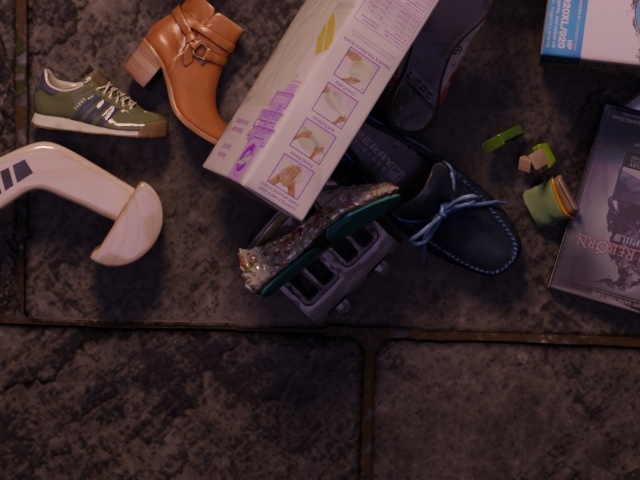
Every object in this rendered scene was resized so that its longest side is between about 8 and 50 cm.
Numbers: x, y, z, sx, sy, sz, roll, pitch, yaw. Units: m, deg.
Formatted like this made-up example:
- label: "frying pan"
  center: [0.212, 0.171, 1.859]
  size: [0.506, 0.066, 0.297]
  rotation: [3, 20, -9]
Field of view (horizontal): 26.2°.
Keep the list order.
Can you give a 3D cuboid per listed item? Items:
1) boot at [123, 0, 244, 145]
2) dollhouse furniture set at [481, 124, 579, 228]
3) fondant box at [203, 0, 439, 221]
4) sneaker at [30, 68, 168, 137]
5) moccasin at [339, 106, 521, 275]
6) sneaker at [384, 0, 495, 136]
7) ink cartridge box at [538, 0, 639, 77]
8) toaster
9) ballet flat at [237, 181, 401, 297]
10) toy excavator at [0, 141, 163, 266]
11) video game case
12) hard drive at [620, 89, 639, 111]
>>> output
- label: "boot"
  center: [-0.154, -0.231, 1.887]
  size: [0.197, 0.073, 0.152]
  rotation: [43, 92, -8]
- label: "dollhouse furniture set"
  center: [0.287, -0.083, 1.895]
  size: [0.076, 0.058, 0.151]
  rotation: [-28, 90, 46]
- label: "fondant box"
  center: [-0.007, -0.199, 1.777]
  size: [0.096, 0.238, 0.330]
  rotation: [31, 89, -19]
- label: "sneaker"
  center: [-0.303, -0.192, 1.894]
  size: [0.192, 0.064, 0.086]
  rotation: [6, 103, 3]
- label: "moccasin"
  center: [0.128, -0.061, 1.884]
  size: [0.342, 0.117, 0.137]
  rotation: [35, 97, -4]
- label: "sneaker"
  center: [0.156, -0.276, 1.833]
  size: [0.090, 0.145, 0.270]
  rotation: [22, 104, -5]
- label: "ink cartridge box"
  center: [0.414, -0.302, 1.801]
  size: [0.233, 0.171, 0.168]
  rotation: [8, 93, 8]
- label: "toaster"
  center: [0.000, 0.000, 1.898]
  size: [0.168, 0.110, 0.186]
  rotation: [-45, 95, 5]
- label: "ballet flat"
  center: [-0.010, -0.020, 1.801]
  size: [0.241, 0.091, 0.077]
  rotation: [-35, 74, 1]
- label: "toy excavator"
  center: [-0.494, -0.073, 1.857]
  size: [0.445, 0.222, 0.433]
  rotation: [-33, 98, -4]
- label: "video game case"
  center: [0.447, -0.035, 1.900]
  size: [0.196, 0.026, 0.274]
  rotation: [16, 106, 5]
- label: "hard drive"
  center: [0.571, -0.179, 1.903]
  size: [0.307, 0.040, 0.203]
  rotation: [-38, 96, 6]
